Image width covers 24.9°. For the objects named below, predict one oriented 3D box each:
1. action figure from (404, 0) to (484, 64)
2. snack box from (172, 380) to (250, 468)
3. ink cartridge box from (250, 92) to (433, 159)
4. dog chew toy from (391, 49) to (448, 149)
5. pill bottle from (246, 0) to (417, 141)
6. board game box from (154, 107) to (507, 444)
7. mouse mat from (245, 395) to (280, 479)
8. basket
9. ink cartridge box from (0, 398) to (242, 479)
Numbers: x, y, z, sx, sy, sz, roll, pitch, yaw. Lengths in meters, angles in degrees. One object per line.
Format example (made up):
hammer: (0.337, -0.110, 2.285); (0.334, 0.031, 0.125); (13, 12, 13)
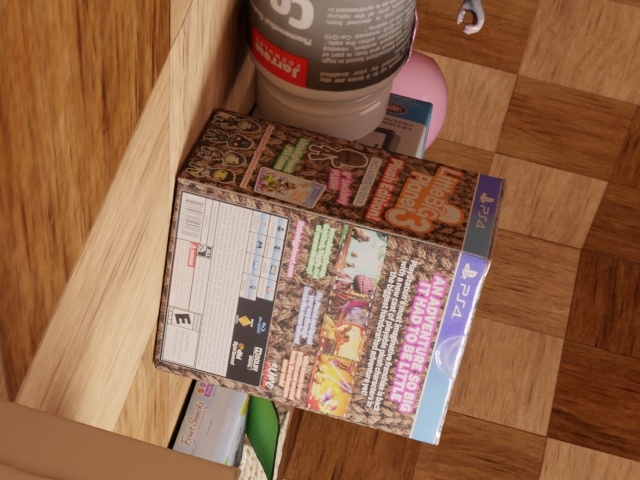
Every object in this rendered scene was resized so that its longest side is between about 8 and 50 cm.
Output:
action figure: (0.041, -0.328, 1.662); (0.276, 0.248, 0.370); (64, 34, -40)
snack box: (-0.141, 0.278, 1.754); (0.207, 0.070, 0.174); (102, 4, -50)
ink cartridge box: (-0.001, -0.037, 1.655); (0.270, 0.198, 0.197); (-70, 173, -55)
dog chew toy: (0.047, -0.124, 2.053); (0.206, 0.206, 0.332); (-47, 159, -81)
pill bottle: (0.011, -0.234, 1.365); (0.283, 0.161, 0.161); (97, 9, -48)
board game box: (0.007, 0.034, 1.392); (0.141, 0.291, 0.232); (-69, 173, -54)
mouse mat: (-0.090, 0.188, 1.785); (0.153, 0.007, 0.190); (99, -32, -50)
basket: (-0.111, 0.302, 1.999); (0.113, 0.103, 0.167); (-68, 172, -54)
ink cartridge box: (-0.148, 0.217, 0.828); (0.233, 0.171, 0.168); (95, 11, -63)
